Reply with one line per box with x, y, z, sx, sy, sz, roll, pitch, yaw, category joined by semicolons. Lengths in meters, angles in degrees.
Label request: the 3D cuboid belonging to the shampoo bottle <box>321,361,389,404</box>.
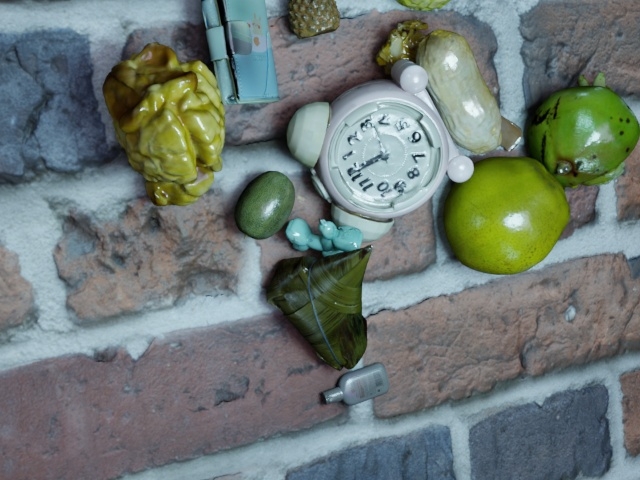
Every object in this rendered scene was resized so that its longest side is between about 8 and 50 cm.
0.082;0.347;1.827;0.165;0.040;0.080;-16;102;-19;shampoo bottle

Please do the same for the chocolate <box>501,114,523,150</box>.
0.449;-0.271;1.917;0.100;0.031;0.064;30;102;-18;chocolate

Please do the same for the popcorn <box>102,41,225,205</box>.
-0.290;-0.214;1.512;0.225;0.265;0.332;-15;119;-25;popcorn

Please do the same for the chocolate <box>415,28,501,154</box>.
0.305;-0.323;1.707;0.134;0.134;0.309;-42;116;-13;chocolate

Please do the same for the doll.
0.000;0.000;1.698;0.158;0.159;0.059;29;58;-12;doll

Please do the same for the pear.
0.422;-0.058;1.801;0.294;0.294;0.294;-2;96;-22;pear

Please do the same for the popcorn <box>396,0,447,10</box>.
0.224;-0.629;1.702;0.259;0.212;0.259;-1;93;-29;popcorn

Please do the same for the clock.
0.123;-0.193;1.697;0.325;0.184;0.342;-32;104;0;clock

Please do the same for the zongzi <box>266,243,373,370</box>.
0.065;0.140;1.673;0.286;0.300;0.138;50;41;-19;zongzi

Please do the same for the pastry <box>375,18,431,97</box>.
0.242;-0.411;1.779;0.250;0.102;0.154;32;95;-24;pastry

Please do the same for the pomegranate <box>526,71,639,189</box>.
0.639;-0.276;1.887;0.260;0.260;0.341;34;53;-21;pomegranate

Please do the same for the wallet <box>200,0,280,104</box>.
-0.161;-0.409;1.606;0.176;0.075;0.250;-20;105;-56;wallet

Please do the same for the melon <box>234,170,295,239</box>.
-0.122;-0.072;1.664;0.114;0.114;0.167;35;82;-21;melon

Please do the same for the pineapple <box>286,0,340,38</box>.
-0.034;-0.577;1.650;0.130;0.119;0.277;-17;100;0;pineapple
